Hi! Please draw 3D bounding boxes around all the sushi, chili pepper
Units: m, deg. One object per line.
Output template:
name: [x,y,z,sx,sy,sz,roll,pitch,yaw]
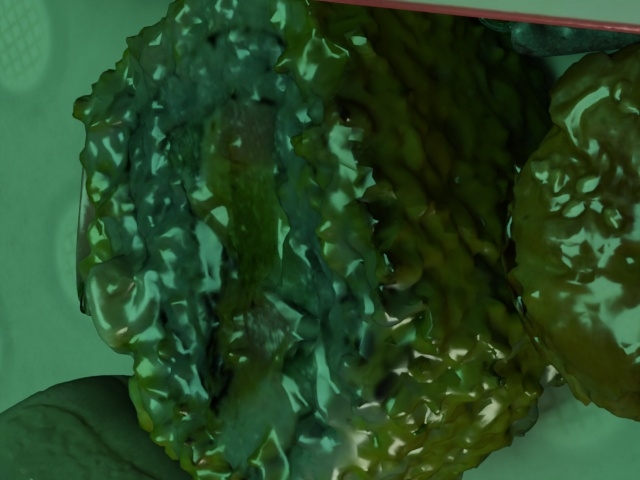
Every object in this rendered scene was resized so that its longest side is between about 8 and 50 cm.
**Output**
sushi: [0.000,0.000,1.171,0.351,0.240,0.397,-27,75,44]
chili pepper: [0.183,-0.152,1.082,0.153,0.041,0.050,-6,124,9]

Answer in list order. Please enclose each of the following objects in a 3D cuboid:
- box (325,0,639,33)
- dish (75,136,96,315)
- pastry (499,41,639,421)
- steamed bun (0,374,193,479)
box: [0.134,-0.283,0.869,0.312,0.314,0.300,7,107,3]
dish: [-0.156,-0.030,1.383,0.213,0.090,0.213,-176,90,-76]
pastry: [0.266,0.004,0.964,0.310,0.162,0.255,20,100,36]
steamed bun: [-0.145,0.269,1.341,0.247,0.236,0.383,44,154,29]
